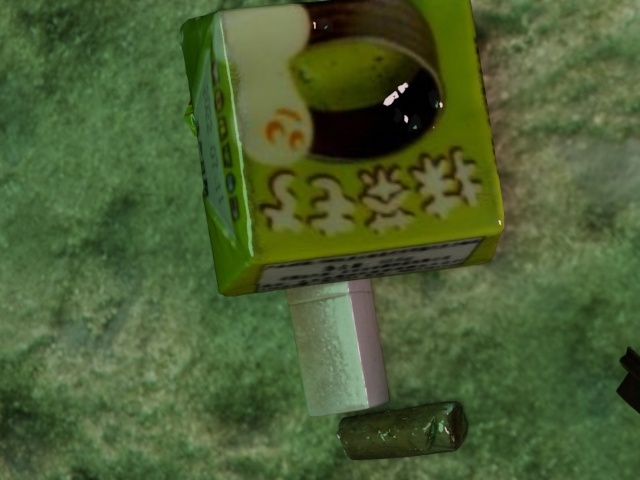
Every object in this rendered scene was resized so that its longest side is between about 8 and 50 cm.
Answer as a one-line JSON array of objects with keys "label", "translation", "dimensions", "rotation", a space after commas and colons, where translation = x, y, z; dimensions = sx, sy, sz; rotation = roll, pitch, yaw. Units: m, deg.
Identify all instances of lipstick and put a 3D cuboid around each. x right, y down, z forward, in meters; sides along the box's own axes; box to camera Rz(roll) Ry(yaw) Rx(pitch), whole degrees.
[{"label": "lipstick", "translation": [0.000, 0.000, 1.588], "dimensions": [0.076, 0.080, 0.371], "rotation": [-11, 86, 20]}]

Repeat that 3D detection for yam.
[{"label": "yam", "translation": [0.087, 0.204, 1.564], "dimensions": [0.132, 0.054, 0.054], "rotation": [-10, 86, 22]}]

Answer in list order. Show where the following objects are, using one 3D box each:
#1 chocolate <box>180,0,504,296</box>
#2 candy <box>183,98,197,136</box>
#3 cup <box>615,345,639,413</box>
[{"label": "chocolate", "translation": [0.028, -0.106, 1.482], "dimensions": [0.301, 0.137, 0.289], "rotation": [-7, 85, -10]}, {"label": "candy", "translation": [-0.100, -0.077, 1.651], "dimensions": [0.058, 0.062, 0.194], "rotation": [-20, 91, -24]}, {"label": "cup", "translation": [0.416, 0.090, 1.368], "dimensions": [0.196, 0.196, 0.280], "rotation": [38, 96, 18]}]
